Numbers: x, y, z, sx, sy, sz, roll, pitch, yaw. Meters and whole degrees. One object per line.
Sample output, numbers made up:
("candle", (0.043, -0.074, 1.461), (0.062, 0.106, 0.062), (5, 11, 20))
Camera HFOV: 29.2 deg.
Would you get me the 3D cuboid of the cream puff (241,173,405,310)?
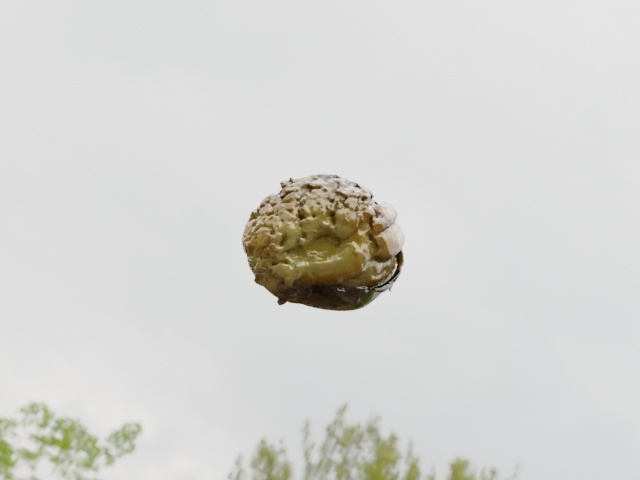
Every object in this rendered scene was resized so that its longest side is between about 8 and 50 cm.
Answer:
("cream puff", (0.000, 0.000, 0.952), (0.133, 0.104, 0.119), (3, 16, -33))
